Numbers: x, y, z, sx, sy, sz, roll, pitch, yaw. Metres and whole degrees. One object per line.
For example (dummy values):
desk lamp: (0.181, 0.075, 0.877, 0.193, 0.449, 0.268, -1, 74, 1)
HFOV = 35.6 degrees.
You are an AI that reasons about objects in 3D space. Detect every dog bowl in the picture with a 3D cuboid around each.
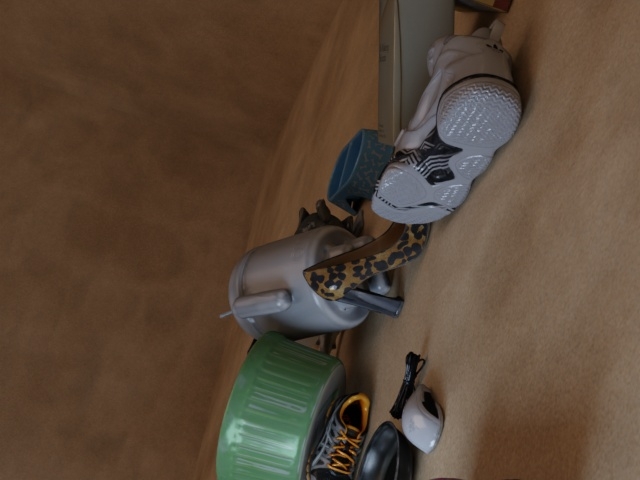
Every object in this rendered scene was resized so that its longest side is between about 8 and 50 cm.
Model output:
dog bowl: (0.088, -0.163, 2.311, 0.297, 0.074, 0.166, 141, 145, -70)

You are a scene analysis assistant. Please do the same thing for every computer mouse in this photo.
computer mouse: (0.137, 0.244, 1.465, 0.193, 0.042, 0.106, -112, 42, -74)

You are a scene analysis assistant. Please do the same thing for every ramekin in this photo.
ramekin: (-0.062, 0.330, 1.824, 0.303, 0.148, 0.304, 14, -90, -76)

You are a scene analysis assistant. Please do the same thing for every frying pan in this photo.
frying pan: (0.069, 0.425, 1.502, 0.197, 0.053, 0.326, -99, 27, -68)

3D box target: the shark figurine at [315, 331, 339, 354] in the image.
shark figurine: (0.008, 0.153, 2.109, 0.166, 0.116, 0.278, 173, 116, -80)

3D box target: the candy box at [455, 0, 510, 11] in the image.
candy box: (0.287, -0.514, 1.811, 0.316, 0.087, 0.183, -116, 43, -76)

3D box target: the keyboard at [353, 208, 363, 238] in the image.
keyboard: (0.050, 0.044, 2.346, 0.072, 0.014, 0.256, -79, 11, -56)

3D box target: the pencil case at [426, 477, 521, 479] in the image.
pencil case: (0.148, 0.318, 1.082, 0.284, 0.124, 0.124, 136, 150, -71)

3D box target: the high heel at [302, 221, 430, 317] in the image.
high heel: (0.086, -0.008, 1.745, 0.093, 0.186, 0.261, -153, 80, -79)

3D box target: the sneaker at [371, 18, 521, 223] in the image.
sneaker: (0.202, -0.186, 1.604, 0.366, 0.137, 0.210, 128, 158, -49)

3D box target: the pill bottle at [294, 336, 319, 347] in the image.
pill bottle: (-0.041, 0.199, 2.366, 0.137, 0.078, 0.078, -108, 37, -72)

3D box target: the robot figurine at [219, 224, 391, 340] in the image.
robot figurine: (-0.037, 0.089, 1.933, 0.353, 0.300, 0.200, -17, 89, 37)

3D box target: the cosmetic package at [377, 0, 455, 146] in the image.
cosmetic package: (0.170, -0.327, 1.797, 0.160, 0.113, 0.310, -134, 43, -79)

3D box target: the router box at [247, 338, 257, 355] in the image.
router box: (-0.065, 0.278, 2.088, 0.133, 0.178, 0.046, -93, 25, -64)

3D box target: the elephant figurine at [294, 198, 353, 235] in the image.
elephant figurine: (0.000, 0.000, 2.261, 0.186, 0.169, 0.239, -41, 9, 13)

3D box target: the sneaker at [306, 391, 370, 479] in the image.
sneaker: (0.035, 0.354, 1.714, 0.083, 0.084, 0.215, 131, 156, -54)
